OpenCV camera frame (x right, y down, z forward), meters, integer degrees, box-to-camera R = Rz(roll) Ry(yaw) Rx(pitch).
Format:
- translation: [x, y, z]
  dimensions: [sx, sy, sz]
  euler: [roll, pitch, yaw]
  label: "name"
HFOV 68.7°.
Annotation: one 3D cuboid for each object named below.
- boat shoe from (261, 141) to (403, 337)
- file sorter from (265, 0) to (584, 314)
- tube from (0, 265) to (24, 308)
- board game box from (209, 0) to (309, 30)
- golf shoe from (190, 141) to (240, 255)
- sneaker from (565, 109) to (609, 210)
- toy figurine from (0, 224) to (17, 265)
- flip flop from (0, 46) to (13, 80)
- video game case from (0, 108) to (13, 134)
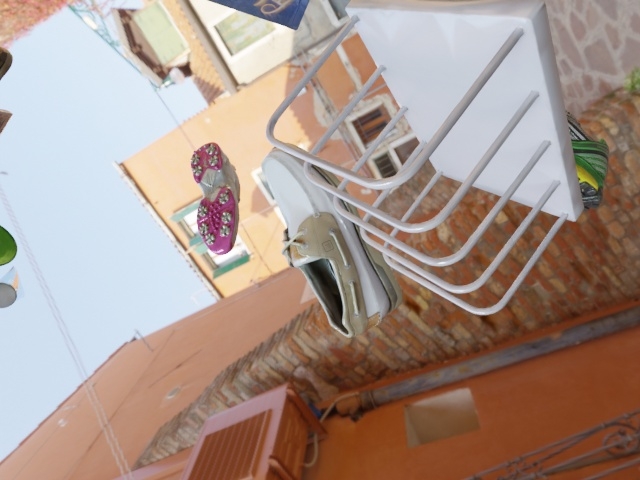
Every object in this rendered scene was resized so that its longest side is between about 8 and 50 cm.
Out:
- translation: [0.000, 0.000, 0.676]
  dimensions: [0.302, 0.103, 0.113]
  euler: [55, 152, -2]
  label: "boat shoe"
- translation: [0.112, -0.069, 0.475]
  dimensions: [0.193, 0.173, 0.278]
  euler: [32, 173, 43]
  label: "file sorter"
- translation: [-0.686, 0.105, 1.038]
  dimensions: [0.207, 0.052, 0.080]
  euler: [-172, 74, -66]
  label: "tube"
- translation: [-0.138, -0.260, 0.368]
  dimensions: [0.244, 0.042, 0.165]
  euler: [3, -131, -33]
  label: "board game box"
- translation: [-0.244, -0.100, 1.196]
  dimensions: [0.140, 0.116, 0.305]
  euler: [36, -139, -62]
  label: "golf shoe"
- translation: [0.356, -0.189, 0.839]
  dimensions: [0.344, 0.146, 0.134]
  euler: [30, 160, -8]
  label: "sneaker"
- translation: [-0.698, 0.060, 0.898]
  dimensions: [0.130, 0.159, 0.173]
  euler: [37, -160, -28]
  label: "toy figurine"
- translation: [-0.762, -0.320, 1.056]
  dimensions: [0.080, 0.277, 0.112]
  euler: [20, -143, -58]
  label: "flip flop"
- translation: [-0.898, -0.266, 1.219]
  dimensions: [0.023, 0.183, 0.201]
  euler: [32, -177, -14]
  label: "video game case"
